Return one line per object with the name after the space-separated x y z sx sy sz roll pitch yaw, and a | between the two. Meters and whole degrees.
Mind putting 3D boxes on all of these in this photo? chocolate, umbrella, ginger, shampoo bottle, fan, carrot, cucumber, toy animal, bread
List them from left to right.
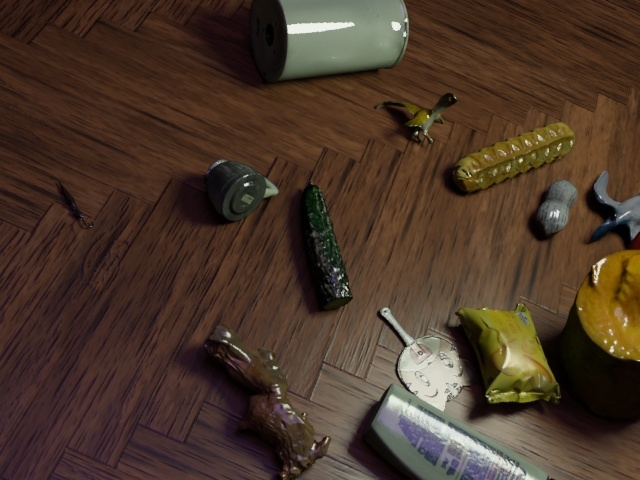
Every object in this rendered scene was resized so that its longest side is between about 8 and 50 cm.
-0.467 -0.068 1.597 0.022 0.013 0.122 -24 65 -43 | umbrella
-0.099 0.268 1.451 0.122 0.084 0.290 -32 73 -10 | ginger
0.000 0.000 1.671 0.067 0.067 0.293 -2 56 -19 | cucumber
0.188 0.215 1.614 0.152 0.008 0.227 -31 71 -32 | fan
0.236 -0.269 1.931 0.219 0.155 0.095 5 73 36 | toy animal
0.249 0.393 1.467 0.359 0.078 0.134 30 56 4 | shampoo bottle
0.447 -0.193 1.941 0.367 0.084 0.077 -21 25 -28 | bread
0.525 -0.073 1.888 0.072 0.072 0.167 32 52 6 | chocolate
0.703 -0.066 1.940 0.255 0.176 0.239 3 50 -59 | toy animal
0.588 0.174 1.597 0.241 0.341 0.241 1 47 -2 | carrot

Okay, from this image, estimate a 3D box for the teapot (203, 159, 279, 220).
-0.163 -0.118 1.674 0.149 0.111 0.108 -32 56 -27 | teapot

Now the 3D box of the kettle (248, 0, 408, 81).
0.006 -0.477 1.949 0.318 0.265 0.205 -12 92 -25 | kettle

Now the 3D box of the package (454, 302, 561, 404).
0.360 0.214 1.619 0.168 0.090 0.226 0 54 -20 | package

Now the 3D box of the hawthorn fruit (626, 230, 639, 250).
0.753 0.073 1.739 0.258 0.262 0.258 3 21 -1 | hawthorn fruit
